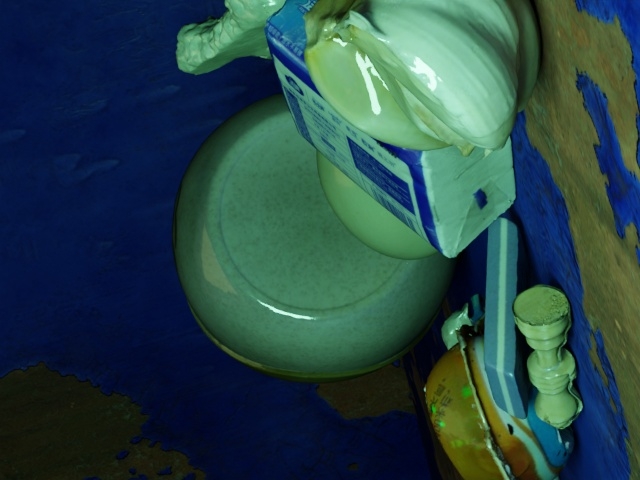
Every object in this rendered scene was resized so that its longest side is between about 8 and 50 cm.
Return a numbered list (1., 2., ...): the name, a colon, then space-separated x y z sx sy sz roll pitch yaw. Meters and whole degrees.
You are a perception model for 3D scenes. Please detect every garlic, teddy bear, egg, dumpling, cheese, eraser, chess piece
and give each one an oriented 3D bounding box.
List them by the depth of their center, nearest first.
1. garlic: 0.107 -0.167 1.475 0.203 0.185 0.281 45 164 -13
2. chess piece: 0.234 0.126 1.732 0.060 0.060 0.172 -108 2 -51
3. eraser: 0.195 0.077 1.785 0.082 0.036 0.225 69 -159 -45
4. cheese: 0.198 0.168 1.905 0.217 0.129 0.329 63 -165 -19
5. egg: 0.093 -0.085 2.060 0.186 0.186 0.242 -110 -7 -60
6. teddy bear: -0.081 -0.455 2.313 0.375 0.327 0.362 -23 82 64
7. dumpling: 0.203 0.131 2.542 0.057 0.052 0.076 -131 26 -73

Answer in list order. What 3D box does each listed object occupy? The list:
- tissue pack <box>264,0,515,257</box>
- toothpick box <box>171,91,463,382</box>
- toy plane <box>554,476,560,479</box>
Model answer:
1. tissue pack: 0.078 -0.139 1.812 0.269 0.137 0.209 41 160 35
2. toothpick box: 0.000 0.000 2.391 0.425 0.408 0.409 97 157 -81
3. toy plane: 0.263 0.369 2.121 0.251 0.101 0.255 -133 25 -59
